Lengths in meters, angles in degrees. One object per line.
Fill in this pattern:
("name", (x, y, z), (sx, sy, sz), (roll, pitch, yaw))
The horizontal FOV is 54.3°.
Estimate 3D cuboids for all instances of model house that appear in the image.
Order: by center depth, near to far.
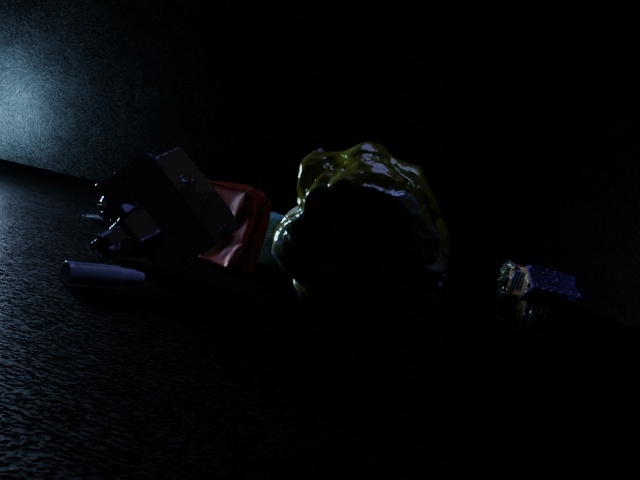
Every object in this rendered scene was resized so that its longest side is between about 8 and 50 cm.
("model house", (-0.330, -0.023, 1.157), (0.204, 0.211, 0.243), (-33, 5, 37))
("model house", (0.548, 0.160, 1.572), (0.166, 0.183, 0.172), (13, 3, -11))

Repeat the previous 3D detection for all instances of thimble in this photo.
("thimble", (-0.160, -0.013, 1.724), (0.198, 0.143, 0.235), (16, 4, 3))

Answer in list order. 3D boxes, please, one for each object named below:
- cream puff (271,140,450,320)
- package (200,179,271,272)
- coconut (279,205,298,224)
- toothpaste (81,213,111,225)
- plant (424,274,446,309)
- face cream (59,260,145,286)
("cream puff", (0.083, -0.028, 1.274), (0.378, 0.378, 0.275), (15, 26, 13))
("package", (-0.292, -0.060, 1.506), (0.424, 0.196, 0.123), (16, -1, 33))
("coconut", (0.002, 0.003, 1.572), (0.241, 0.241, 0.241), (15, 4, -1))
("toothpaste", (-0.527, -0.048, 1.665), (0.205, 0.036, 0.056), (11, 6, 0))
("plant", (0.198, 0.103, 1.496), (0.194, 0.132, 0.129), (10, 7, 6))
("face cream", (-0.323, 0.053, 0.937), (0.034, 0.034, 0.130), (18, 6, 40))
